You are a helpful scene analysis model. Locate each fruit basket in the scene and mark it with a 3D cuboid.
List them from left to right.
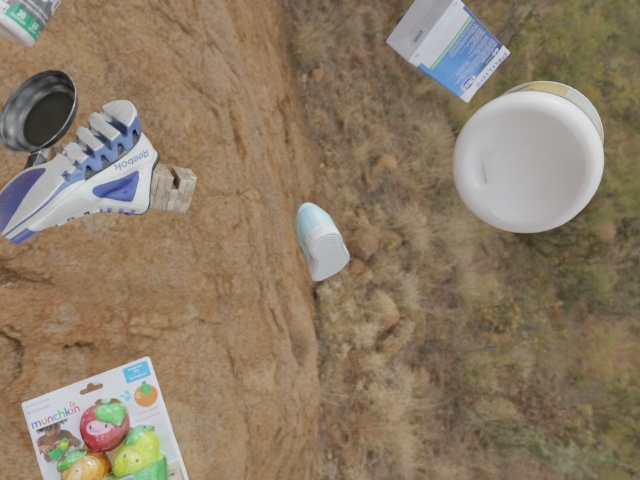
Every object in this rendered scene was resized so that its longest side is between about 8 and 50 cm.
[{"bbox_3d":[-0.513,0.502,1.221,0.165,0.326,0.353,149,-78,-85],"label":"fruit basket"}]

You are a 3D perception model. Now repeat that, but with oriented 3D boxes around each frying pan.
[{"bbox_3d":[-0.553,-0.216,1.039,0.326,0.197,0.053,58,5,25],"label":"frying pan"}]

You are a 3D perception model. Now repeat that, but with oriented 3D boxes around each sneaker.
[{"bbox_3d":[-0.413,-0.087,0.939,0.315,0.127,0.182,-43,142,-9],"label":"sneaker"},{"bbox_3d":[0.000,0.000,1.531,0.135,0.366,0.150,-22,66,-9],"label":"sneaker"}]

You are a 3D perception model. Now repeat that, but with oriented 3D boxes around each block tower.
[{"bbox_3d":[-0.459,-0.141,1.190,0.335,0.091,0.097,5,116,-35],"label":"block tower"}]

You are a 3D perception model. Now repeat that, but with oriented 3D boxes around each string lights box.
[{"bbox_3d":[0.259,-0.381,1.012,0.259,0.133,0.077,9,38,-50],"label":"string lights box"}]

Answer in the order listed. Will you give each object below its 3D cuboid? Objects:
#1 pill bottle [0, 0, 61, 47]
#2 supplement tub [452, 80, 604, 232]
[{"bbox_3d":[-0.772,-0.721,1.355,0.204,0.204,0.361,33,82,-38],"label":"pill bottle"},{"bbox_3d":[0.242,-0.103,0.585,0.199,0.144,0.144,-36,105,-56],"label":"supplement tub"}]
